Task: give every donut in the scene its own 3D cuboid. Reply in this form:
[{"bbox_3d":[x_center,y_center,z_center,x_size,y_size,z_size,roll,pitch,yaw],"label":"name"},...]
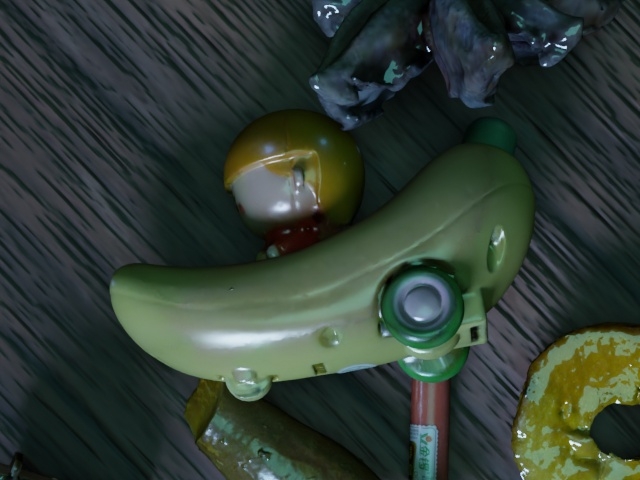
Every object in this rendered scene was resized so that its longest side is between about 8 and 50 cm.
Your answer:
[{"bbox_3d":[0.234,0.143,1.285,0.178,0.065,0.162,20,93,1],"label":"donut"}]

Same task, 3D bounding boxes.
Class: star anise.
[{"bbox_3d":[0.095,-0.151,1.239,0.198,0.257,0.110,9,117,24],"label":"star anise"}]

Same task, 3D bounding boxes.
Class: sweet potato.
[{"bbox_3d":[-0.005,0.188,1.279,0.244,0.077,0.077,36,89,5],"label":"sweet potato"}]

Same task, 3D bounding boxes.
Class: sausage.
[{"bbox_3d":[0.084,0.181,1.299,0.034,0.034,0.253,1,87,1],"label":"sausage"}]

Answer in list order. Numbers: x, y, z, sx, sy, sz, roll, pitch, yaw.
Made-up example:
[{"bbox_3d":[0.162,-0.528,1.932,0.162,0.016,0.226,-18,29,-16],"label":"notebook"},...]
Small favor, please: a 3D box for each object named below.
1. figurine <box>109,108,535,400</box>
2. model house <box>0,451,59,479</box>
[{"bbox_3d":[0.000,0.000,1.254,0.324,0.124,0.222,-11,73,4],"label":"figurine"},{"bbox_3d":[-0.210,0.334,1.186,0.169,0.244,0.326,22,87,-7],"label":"model house"}]
